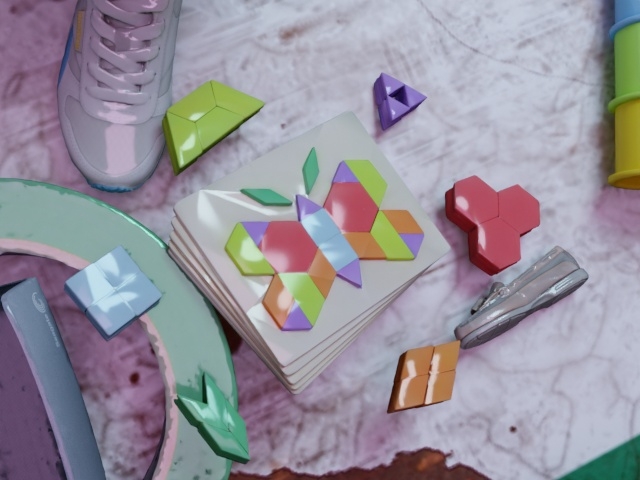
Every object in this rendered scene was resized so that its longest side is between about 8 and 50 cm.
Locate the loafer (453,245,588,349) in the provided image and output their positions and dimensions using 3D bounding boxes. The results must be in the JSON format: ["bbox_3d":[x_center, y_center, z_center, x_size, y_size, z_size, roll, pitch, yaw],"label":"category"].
[{"bbox_3d":[0.156,0.045,0.693,0.125,0.045,0.039,-26,68,-16],"label":"loafer"}]

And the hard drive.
[{"bbox_3d":[-0.222,0.164,0.528,0.172,0.054,0.254,-15,89,-11],"label":"hard drive"}]

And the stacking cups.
[{"bbox_3d":[0.287,-0.203,0.704,0.096,0.096,0.316,3,85,-10],"label":"stacking cups"}]

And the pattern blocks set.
[{"bbox_3d":[0.000,0.000,0.617,0.285,0.026,0.325,41,61,-2],"label":"pattern blocks set"}]

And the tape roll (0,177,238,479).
[{"bbox_3d":[-0.220,0.119,0.599,0.321,0.077,0.321,1,86,-10],"label":"tape roll"}]

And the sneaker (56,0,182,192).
[{"bbox_3d":[-0.144,-0.149,0.621,0.087,0.092,0.228,5,87,-12],"label":"sneaker"}]
